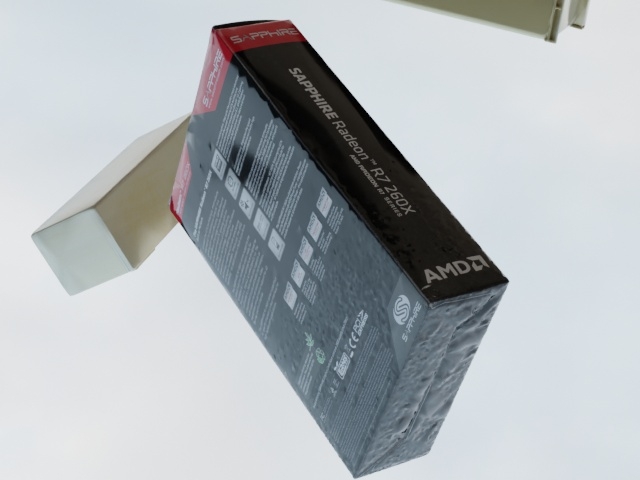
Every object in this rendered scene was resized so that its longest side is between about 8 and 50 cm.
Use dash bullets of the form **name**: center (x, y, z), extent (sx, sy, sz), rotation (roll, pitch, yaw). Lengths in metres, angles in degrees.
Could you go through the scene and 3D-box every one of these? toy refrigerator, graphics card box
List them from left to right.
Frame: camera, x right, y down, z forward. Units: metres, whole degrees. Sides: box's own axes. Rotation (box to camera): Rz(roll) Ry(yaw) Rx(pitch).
- **toy refrigerator**: center (-0.213, -0.044, 1.742), extent (0.094, 0.102, 0.269), rotation (59, -149, -15)
- **graphics card box**: center (0.000, 0.000, 1.349), extent (0.094, 0.233, 0.371), rotation (-12, -132, -32)

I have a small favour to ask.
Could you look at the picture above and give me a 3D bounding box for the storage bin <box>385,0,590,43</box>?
- **storage bin**: center (0.168, -0.369, 1.596), extent (0.262, 0.260, 0.123), rotation (17, -155, 19)
